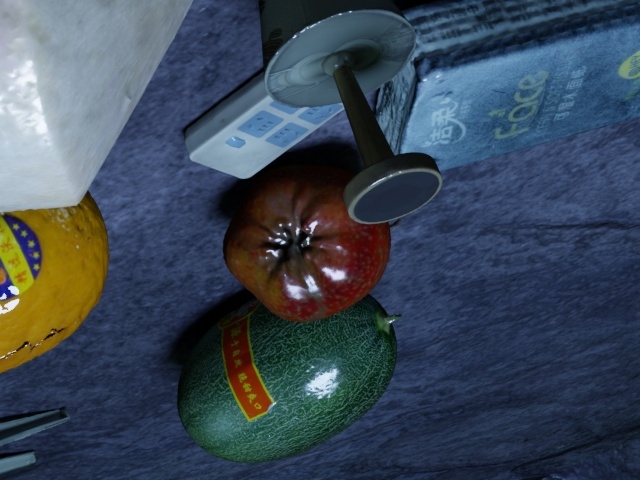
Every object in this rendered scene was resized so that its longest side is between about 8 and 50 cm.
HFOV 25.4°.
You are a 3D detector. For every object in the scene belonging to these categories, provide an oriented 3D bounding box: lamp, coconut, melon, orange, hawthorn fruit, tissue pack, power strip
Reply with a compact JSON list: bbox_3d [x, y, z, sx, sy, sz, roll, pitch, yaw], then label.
[{"bbox_3d":[0.021,-0.119,1.051,0.121,0.214,0.121,-18,155,-9],"label":"lamp"},{"bbox_3d":[-0.202,-0.155,0.750,0.329,0.329,0.329,-16,154,-8],"label":"coconut"},{"bbox_3d":[-0.031,0.141,1.571,0.288,0.182,0.182,-29,153,20],"label":"melon"},{"bbox_3d":[-0.279,0.012,1.117,0.219,0.193,0.219,-29,-178,1],"label":"orange"},{"bbox_3d":[0.000,0.000,1.380,0.162,0.162,0.203,-26,172,14],"label":"hawthorn fruit"},{"bbox_3d":[0.181,-0.153,1.251,0.257,0.081,0.185,-15,154,-11],"label":"tissue pack"},{"bbox_3d":[-0.033,-0.117,1.226,0.192,0.035,0.081,-34,151,27],"label":"power strip"}]

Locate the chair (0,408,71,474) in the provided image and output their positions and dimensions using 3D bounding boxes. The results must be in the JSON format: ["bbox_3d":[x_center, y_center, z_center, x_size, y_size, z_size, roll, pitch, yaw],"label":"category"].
[{"bbox_3d":[-0.426,0.337,1.668,0.275,0.203,0.190,-8,164,-34],"label":"chair"}]
